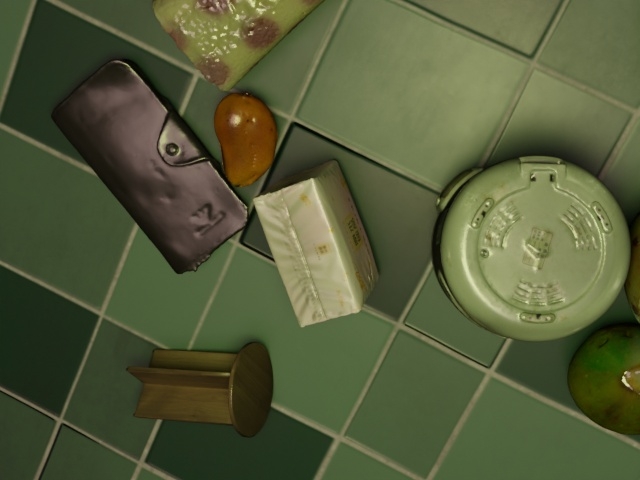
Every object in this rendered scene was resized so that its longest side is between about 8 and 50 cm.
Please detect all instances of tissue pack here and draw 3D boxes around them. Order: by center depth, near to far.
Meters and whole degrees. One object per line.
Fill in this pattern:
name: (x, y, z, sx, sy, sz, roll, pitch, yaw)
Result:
tissue pack: (0.000, 0.000, 1.496, 0.124, 0.185, 0.225, -17, 100, 19)

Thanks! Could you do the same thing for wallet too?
wallet: (-0.291, -0.128, 1.596, 0.197, 0.051, 0.377, -36, 97, 19)

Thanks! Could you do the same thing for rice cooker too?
rice cooker: (0.304, 0.011, 1.387, 0.289, 0.277, 0.288, 0, 91, 1)

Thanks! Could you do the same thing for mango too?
mango: (-0.124, -0.173, 1.534, 0.105, 0.084, 0.159, -4, 125, -3)

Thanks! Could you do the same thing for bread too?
bread: (-0.088, -0.409, 1.421, 0.338, 0.155, 0.187, -38, 99, 18)

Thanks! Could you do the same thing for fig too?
fig: (0.493, 0.223, 1.457, 0.181, 0.191, 0.181, -2, 82, 13)

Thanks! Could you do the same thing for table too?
table: (-0.222, 0.262, 1.639, 0.227, 0.167, 0.167, 0, 105, 21)

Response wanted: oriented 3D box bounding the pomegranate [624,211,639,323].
pomegranate: (0.607, 0.043, 1.378, 0.310, 0.216, 0.358, -8, 134, 7)
